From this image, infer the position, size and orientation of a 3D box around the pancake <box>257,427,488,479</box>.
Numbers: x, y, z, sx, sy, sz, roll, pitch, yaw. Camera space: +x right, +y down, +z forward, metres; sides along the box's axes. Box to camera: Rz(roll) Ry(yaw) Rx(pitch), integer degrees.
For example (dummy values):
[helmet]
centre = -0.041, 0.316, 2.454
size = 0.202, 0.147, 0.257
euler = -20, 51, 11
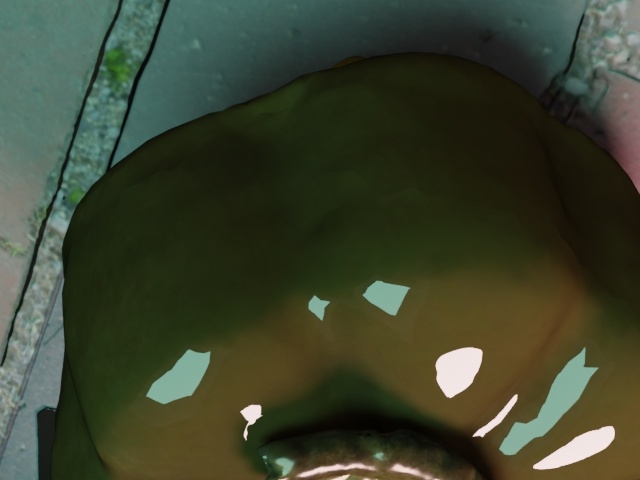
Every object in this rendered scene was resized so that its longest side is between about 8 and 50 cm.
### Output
[pancake]
centre = -0.005, 0.236, 1.157
size = 0.288, 0.033, 0.286
euler = -14, 130, -2

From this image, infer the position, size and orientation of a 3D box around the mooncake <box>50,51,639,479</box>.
[mooncake]
centre = 0.037, 0.107, 1.249
size = 0.467, 0.262, 0.467
euler = -5, 129, -7

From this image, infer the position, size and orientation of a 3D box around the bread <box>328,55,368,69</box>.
[bread]
centre = 0.000, 0.000, 1.388
size = 0.142, 0.091, 0.305
euler = 36, 121, 3

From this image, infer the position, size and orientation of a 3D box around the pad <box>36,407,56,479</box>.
[pad]
centre = -0.209, 0.228, 1.620
size = 0.112, 0.003, 0.157
euler = 11, 120, 11
